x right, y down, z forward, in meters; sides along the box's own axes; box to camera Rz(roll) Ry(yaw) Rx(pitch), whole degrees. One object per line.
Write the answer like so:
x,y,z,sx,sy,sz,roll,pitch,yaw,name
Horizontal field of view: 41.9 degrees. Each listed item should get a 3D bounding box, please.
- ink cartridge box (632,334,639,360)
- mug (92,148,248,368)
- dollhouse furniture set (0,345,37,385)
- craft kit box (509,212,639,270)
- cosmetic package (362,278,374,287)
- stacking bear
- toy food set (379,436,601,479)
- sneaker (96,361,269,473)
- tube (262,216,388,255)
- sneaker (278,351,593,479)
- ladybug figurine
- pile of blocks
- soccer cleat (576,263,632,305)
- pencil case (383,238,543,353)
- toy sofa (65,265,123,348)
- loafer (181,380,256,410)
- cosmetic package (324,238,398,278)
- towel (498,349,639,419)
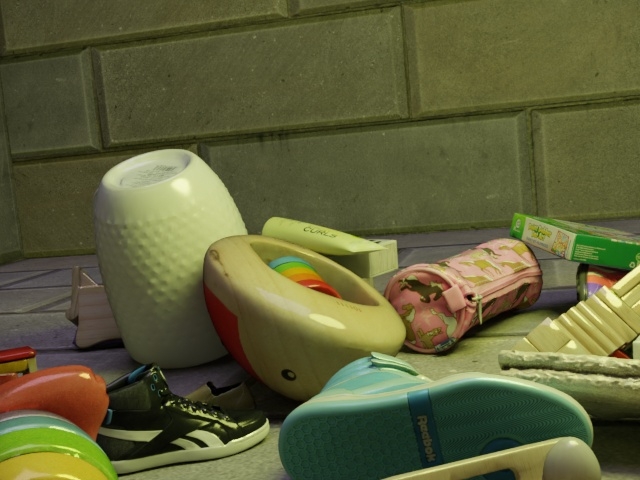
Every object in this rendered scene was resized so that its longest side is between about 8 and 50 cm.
0.510,0.154,1.027,0.212,0.093,0.154,1,8,33,ink cartridge box
-0.298,0.007,1.534,0.374,0.328,0.276,17,39,42,mug
-0.612,0.204,1.254,0.374,0.152,0.201,-9,7,-30,dollhouse furniture set
0.531,0.007,1.601,0.250,0.060,0.246,8,6,-15,craft kit box
0.012,0.119,1.619,0.153,0.129,0.296,-5,6,12,cosmetic package
-0.223,0.235,0.668,0.164,0.175,0.289,-6,13,-24,stacking bear
0.194,0.226,0.624,0.220,0.092,0.306,-7,6,-19,toy food set
-0.168,0.203,1.017,0.217,0.121,0.079,-8,7,-22,sneaker
0.000,0.000,1.467,0.240,0.062,0.070,11,52,43,tube
0.128,0.185,0.925,0.319,0.127,0.208,-3,8,13,sneaker
-0.043,0.115,1.280,0.305,0.161,0.449,18,10,-18,ladybug figurine
0.403,0.153,1.204,0.362,0.149,0.112,-21,57,-36,pile of blocks
0.552,0.089,1.567,0.116,0.108,0.318,2,6,27,soccer cleat
0.274,0.091,1.534,0.167,0.160,0.386,36,26,25,pencil case
-0.337,0.144,1.764,0.363,0.177,0.150,-5,-19,1,toy sofa
-0.164,0.223,1.164,0.148,0.050,0.056,-6,6,-4,loafer
0.017,0.030,1.558,0.239,0.060,0.099,1,7,36,cosmetic package
0.346,0.167,0.919,0.282,0.049,0.187,-1,-18,29,towel
